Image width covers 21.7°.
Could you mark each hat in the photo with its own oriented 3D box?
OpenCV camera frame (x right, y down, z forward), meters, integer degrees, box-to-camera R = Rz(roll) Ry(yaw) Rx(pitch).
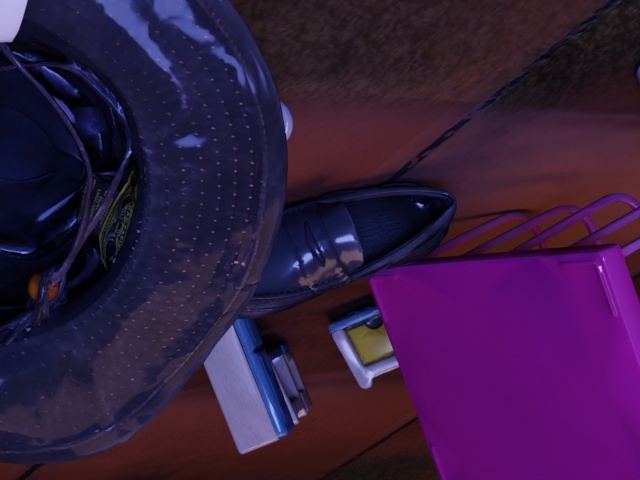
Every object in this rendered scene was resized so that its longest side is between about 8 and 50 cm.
[{"bbox_3d":[-0.188,-0.048,0.829,0.331,0.331,0.134,-19,-156,-2],"label":"hat"}]

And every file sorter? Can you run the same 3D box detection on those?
[{"bbox_3d":[0.213,0.076,1.280,0.182,0.202,0.291,-26,-170,-30],"label":"file sorter"}]

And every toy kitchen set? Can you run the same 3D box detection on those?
[{"bbox_3d":[-0.001,0.082,1.424,0.166,0.122,0.207,-22,179,6],"label":"toy kitchen set"}]

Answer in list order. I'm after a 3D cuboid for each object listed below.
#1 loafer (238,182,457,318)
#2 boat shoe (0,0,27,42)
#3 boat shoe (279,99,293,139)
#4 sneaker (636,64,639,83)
[{"bbox_3d":[0.000,0.000,1.226,0.223,0.076,0.078,-15,165,-29],"label":"loafer"},{"bbox_3d":[-0.146,-0.159,0.669,0.063,0.066,0.184,-2,139,-14],"label":"boat shoe"},{"bbox_3d":[-0.074,-0.053,1.076,0.142,0.049,0.040,-28,177,24],"label":"boat shoe"},{"bbox_3d":[0.325,-0.137,1.110,0.106,0.123,0.290,-8,155,-24],"label":"sneaker"}]
